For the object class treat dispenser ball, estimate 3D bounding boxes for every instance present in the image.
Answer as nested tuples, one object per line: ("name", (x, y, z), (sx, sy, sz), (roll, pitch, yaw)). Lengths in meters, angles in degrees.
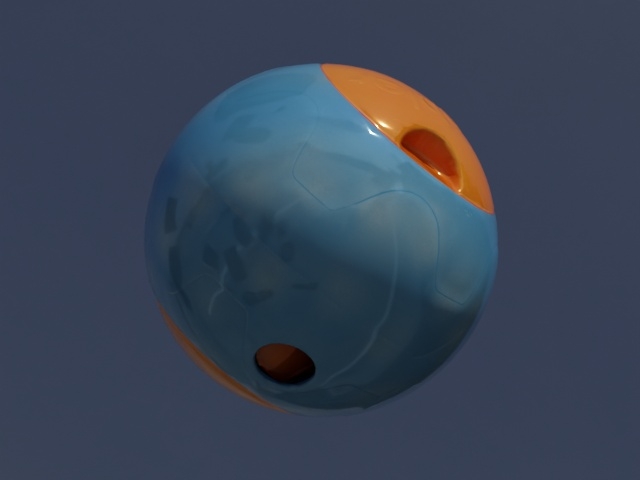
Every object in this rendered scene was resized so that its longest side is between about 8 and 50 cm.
("treat dispenser ball", (0.000, 0.000, 1.089), (0.288, 0.288, 0.288), (5, -54, 6))
